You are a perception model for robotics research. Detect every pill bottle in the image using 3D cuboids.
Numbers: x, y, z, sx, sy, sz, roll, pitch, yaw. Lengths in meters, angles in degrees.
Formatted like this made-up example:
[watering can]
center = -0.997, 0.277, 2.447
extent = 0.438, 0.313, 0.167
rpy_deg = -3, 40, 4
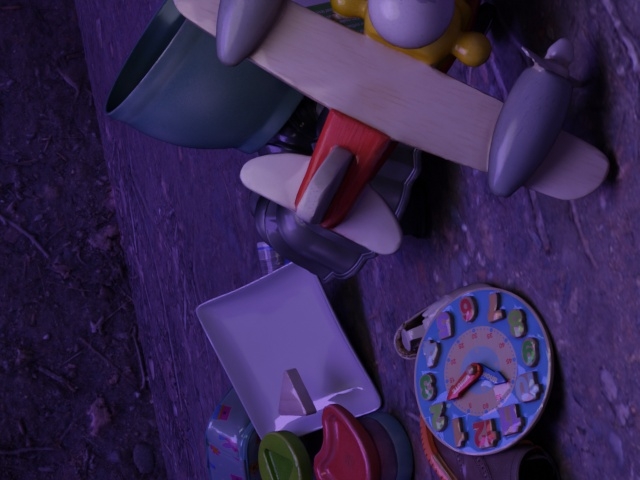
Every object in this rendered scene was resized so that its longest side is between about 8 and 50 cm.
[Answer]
[pill bottle]
center = -0.067, 0.064, 2.272
extent = 0.078, 0.078, 0.137
rpy_deg = 176, 84, -70

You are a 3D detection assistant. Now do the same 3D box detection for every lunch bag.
[lunch bag]
center = -0.109, 0.361, 2.320
extent = 0.108, 0.224, 0.279
rpy_deg = 23, 137, 24

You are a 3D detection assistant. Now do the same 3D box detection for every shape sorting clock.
[shape sorting clock]
center = 0.194, 0.158, 1.528
extent = 0.206, 0.040, 0.206
rpy_deg = -9, 76, 42

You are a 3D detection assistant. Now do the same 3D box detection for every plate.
[plate]
center = -0.050, 0.187, 2.105
extent = 0.277, 0.045, 0.278
rpy_deg = -26, 92, 37

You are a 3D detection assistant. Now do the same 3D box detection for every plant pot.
[plant pot]
center = -0.125, -0.237, 1.670
extent = 0.293, 0.196, 0.293
rpy_deg = -48, 20, 25

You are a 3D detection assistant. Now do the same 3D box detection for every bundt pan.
[bundt pan]
center = 0.006, -0.114, 1.715
extent = 0.331, 0.124, 0.331
rpy_deg = -41, 40, 46

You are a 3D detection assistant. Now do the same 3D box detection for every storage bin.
[storage bin]
center = 0.086, -0.053, 1.770
extent = 0.135, 0.091, 0.098
rpy_deg = -145, 48, -62

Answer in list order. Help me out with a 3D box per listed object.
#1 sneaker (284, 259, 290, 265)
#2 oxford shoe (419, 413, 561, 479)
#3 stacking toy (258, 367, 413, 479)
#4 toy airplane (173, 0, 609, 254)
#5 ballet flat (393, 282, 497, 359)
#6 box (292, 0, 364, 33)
[sneaker]
center = 0.000, 0.000, 2.079
extent = 0.221, 0.083, 0.087
rpy_deg = 152, 119, -63
[oxford shoe]
center = 0.229, 0.284, 1.557
extent = 0.133, 0.130, 0.363
rpy_deg = -50, 36, 23
[stacking toy]
center = 0.035, 0.369, 2.061
extent = 0.279, 0.130, 0.309
rpy_deg = 47, 133, 40
[toy airplane]
center = 0.069, -0.182, 1.315
extent = 0.272, 0.386, 0.384
rpy_deg = 99, 155, -70
[ballet flat]
center = 0.161, 0.115, 1.660
extent = 0.248, 0.086, 0.086
rpy_deg = 138, 120, -67
[box]
center = 0.029, -0.369, 1.558
extent = 0.058, 0.232, 0.322
rpy_deg = 102, 153, -71
